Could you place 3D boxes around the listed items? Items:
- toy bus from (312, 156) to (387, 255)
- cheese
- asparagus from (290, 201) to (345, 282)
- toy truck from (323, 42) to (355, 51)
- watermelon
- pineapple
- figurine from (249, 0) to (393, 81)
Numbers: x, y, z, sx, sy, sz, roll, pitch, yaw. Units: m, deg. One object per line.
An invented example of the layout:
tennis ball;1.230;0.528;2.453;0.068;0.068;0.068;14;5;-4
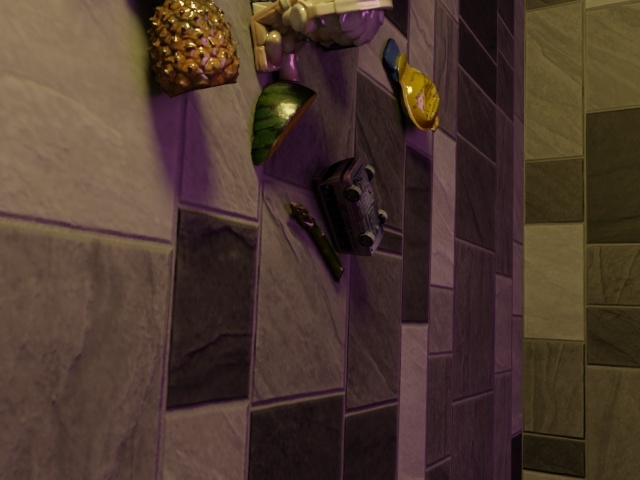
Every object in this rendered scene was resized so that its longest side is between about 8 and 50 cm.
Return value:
toy bus;0.055;-0.061;1.207;0.087;0.098;0.178;-56;138;-43
cheese;0.214;-0.359;1.527;0.250;0.064;0.157;51;45;-34
asparagus;-0.001;0.001;1.171;0.236;0.027;0.034;57;32;-43
toy truck;0.020;-0.440;1.171;0.092;0.083;0.192;-41;125;-53
watermelon;-0.048;-0.204;1.049;0.181;0.075;0.092;-56;139;-47
pineapple;-0.178;-0.307;0.806;0.125;0.125;0.252;-24;104;-58
figurine;0.007;-0.334;1.002;0.162;0.236;0.141;-32;109;-59
